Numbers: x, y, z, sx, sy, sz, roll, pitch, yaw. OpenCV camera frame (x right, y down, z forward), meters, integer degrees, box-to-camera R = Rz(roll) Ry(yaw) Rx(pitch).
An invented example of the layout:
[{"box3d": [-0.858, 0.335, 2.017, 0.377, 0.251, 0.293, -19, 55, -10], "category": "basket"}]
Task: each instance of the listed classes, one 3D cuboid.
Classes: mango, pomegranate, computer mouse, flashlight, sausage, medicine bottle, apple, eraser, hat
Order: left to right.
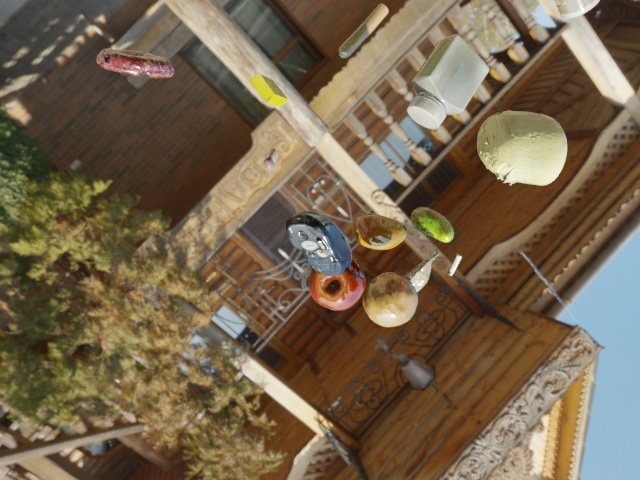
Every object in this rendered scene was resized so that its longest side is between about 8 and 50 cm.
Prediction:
[{"box3d": [-0.174, -0.509, 1.530, 0.045, 0.097, 0.122, -38, 176, 17], "category": "eraser"}, {"box3d": [-0.197, -0.315, 1.748, 0.058, 0.042, 0.086, 25, -68, 49], "category": "hat"}, {"box3d": [0.000, 0.000, 1.270, 0.137, 0.233, 0.096, 3, -132, 41], "category": "computer mouse"}, {"box3d": [0.062, 0.154, 1.699, 0.218, 0.218, 0.201, -42, 175, 14], "category": "apple"}, {"box3d": [0.191, -0.937, 2.030, 0.301, 0.066, 0.066, -47, -164, -3], "category": "sausage"}, {"box3d": [0.233, -0.032, 1.765, 0.120, 0.221, 0.151, 110, -12, -45], "category": "mango"}, {"box3d": [0.238, 0.202, 1.530, 0.191, 0.191, 0.191, -41, -163, 15], "category": "pomegranate"}, {"box3d": [0.462, -0.068, 1.877, 0.233, 0.126, 0.111, 49, -58, 52], "category": "mango"}, {"box3d": [0.293, -0.368, 1.076, 0.188, 0.132, 0.088, -56, -156, -4], "category": "medicine bottle"}, {"box3d": [0.469, 0.085, 1.580, 0.018, 0.018, 0.083, -57, 166, -59], "category": "flashlight"}]

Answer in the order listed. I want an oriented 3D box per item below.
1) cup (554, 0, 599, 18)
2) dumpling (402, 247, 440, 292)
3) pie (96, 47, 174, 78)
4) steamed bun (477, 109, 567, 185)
[{"box3d": [0.497, -0.511, 0.885, 0.074, 0.099, 0.102, 2, -123, 48], "category": "cup"}, {"box3d": [0.380, 0.177, 1.871, 0.332, 0.086, 0.166, -52, 177, 37], "category": "dumpling"}, {"box3d": [-0.368, -0.355, 0.900, 0.153, 0.154, 0.038, -84, -173, -65], "category": "pie"}, {"box3d": [0.603, -0.292, 1.355, 0.272, 0.232, 0.166, -82, -171, -45], "category": "steamed bun"}]
